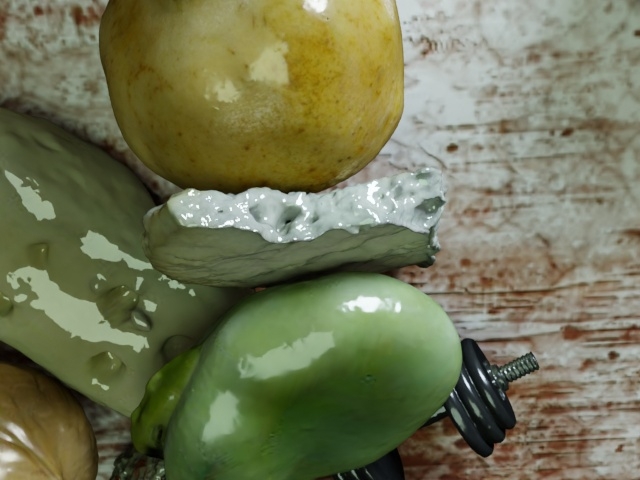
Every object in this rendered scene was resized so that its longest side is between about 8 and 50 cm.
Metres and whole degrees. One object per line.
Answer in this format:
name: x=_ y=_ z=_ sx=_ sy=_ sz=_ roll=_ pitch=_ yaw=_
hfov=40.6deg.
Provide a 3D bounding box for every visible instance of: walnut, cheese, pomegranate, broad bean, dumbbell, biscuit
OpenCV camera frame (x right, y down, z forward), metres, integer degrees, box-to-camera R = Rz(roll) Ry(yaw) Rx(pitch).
walnut: x=-0.277 y=0.175 z=0.641 sx=0.226 sy=0.193 sz=0.193 roll=-5 pitch=117 yaw=19
cheese: x=-0.180 y=0.020 z=0.626 sx=0.263 sy=0.093 sz=0.159 roll=37 pitch=108 yaw=-16
pomegranate: x=-0.044 y=-0.114 z=0.513 sx=0.196 sy=0.196 sz=0.196 roll=0 pitch=116 yaw=0
broad bean: x=-0.018 y=0.099 z=0.584 sx=0.228 sy=0.100 sz=0.169 roll=-16 pitch=128 yaw=-5
dumbbell: x=0.075 y=0.140 z=0.680 sx=0.209 sy=0.099 sz=0.099 roll=-29 pitch=112 yaw=13
biscuit: x=0.000 y=0.000 z=0.554 sx=0.188 sy=0.265 sz=0.040 roll=-20 pitch=73 yaw=36

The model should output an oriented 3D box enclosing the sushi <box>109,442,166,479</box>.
sushi: x=-0.112 y=0.183 z=0.706 sx=0.078 sy=0.090 sz=0.150 roll=38 pitch=116 yaw=-25
